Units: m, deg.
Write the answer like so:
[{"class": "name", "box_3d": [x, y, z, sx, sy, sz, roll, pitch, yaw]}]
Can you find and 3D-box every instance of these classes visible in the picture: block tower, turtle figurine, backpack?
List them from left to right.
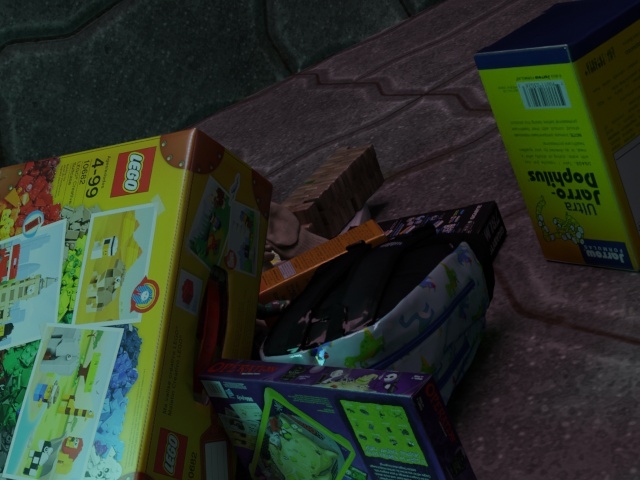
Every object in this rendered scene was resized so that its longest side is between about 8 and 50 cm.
[{"class": "turtle figurine", "box_3d": [-0.110, 0.134, 1.617, 0.118, 0.234, 0.175, 22, 38, 33]}, {"class": "block tower", "box_3d": [0.019, -0.084, 2.127, 0.097, 0.091, 0.335, -9, 24, 31]}, {"class": "backpack", "box_3d": [0.070, 0.133, 1.453, 0.290, 0.273, 0.355, -12, 0, 22]}]

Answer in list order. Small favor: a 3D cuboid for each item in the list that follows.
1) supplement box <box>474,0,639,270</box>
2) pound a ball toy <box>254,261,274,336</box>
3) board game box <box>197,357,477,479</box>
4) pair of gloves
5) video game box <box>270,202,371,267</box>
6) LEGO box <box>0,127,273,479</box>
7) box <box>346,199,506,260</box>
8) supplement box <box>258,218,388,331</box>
[{"class": "supplement box", "box_3d": [0.410, -0.161, 1.620, 0.194, 0.357, 0.195, -33, 21, -27]}, {"class": "pound a ball toy", "box_3d": [-0.245, 0.139, 1.913, 0.319, 0.136, 0.208, -34, 22, -30]}, {"class": "board game box", "box_3d": [0.020, 0.237, 1.248, 0.346, 0.208, 0.056, -2, 25, 45]}, {"class": "pair of gloves", "box_3d": [-0.090, 0.041, 1.876, 0.240, 0.204, 0.042, -62, 6, -34]}, {"class": "video game box", "box_3d": [0.000, 0.000, 2.131, 0.187, 0.048, 0.205, -15, 20, 15]}, {"class": "LEGO box", "box_3d": [-0.291, 0.138, 1.459, 0.372, 0.193, 0.500, -8, 65, 31]}, {"class": "box", "box_3d": [0.134, 0.049, 1.816, 0.293, 0.073, 0.295, -12, 23, 30]}, {"class": "supplement box", "box_3d": [0.005, 0.056, 1.734, 0.233, 0.078, 0.080, -27, 21, -5]}]
